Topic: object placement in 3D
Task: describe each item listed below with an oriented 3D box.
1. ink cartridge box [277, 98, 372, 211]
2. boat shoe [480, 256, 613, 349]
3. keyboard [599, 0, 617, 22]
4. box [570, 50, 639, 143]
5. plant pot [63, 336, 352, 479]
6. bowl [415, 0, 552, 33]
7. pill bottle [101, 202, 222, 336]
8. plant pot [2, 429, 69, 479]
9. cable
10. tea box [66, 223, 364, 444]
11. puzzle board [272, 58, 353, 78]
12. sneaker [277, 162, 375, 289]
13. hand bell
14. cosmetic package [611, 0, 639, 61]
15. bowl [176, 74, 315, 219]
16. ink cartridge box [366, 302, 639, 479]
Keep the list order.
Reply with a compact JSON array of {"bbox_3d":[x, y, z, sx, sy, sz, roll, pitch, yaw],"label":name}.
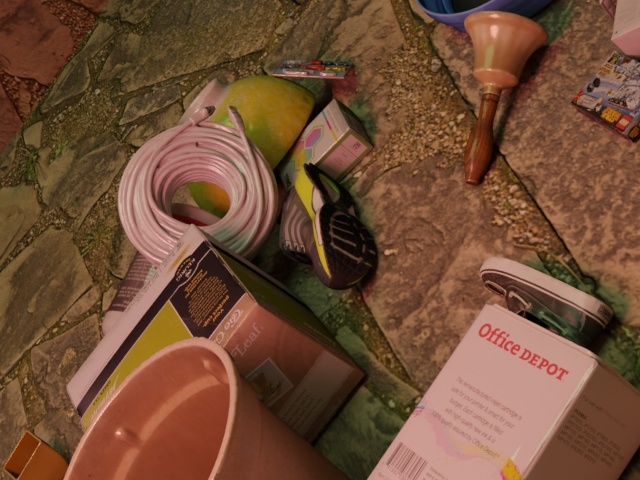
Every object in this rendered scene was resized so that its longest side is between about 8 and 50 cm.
[{"bbox_3d":[-0.015,-0.125,2.241,0.209,0.062,0.109,-45,31,16],"label":"ink cartridge box"},{"bbox_3d":[0.258,0.078,1.636,0.070,0.078,0.219,-56,32,-6],"label":"boat shoe"},{"bbox_3d":[0.476,-0.412,1.838,0.014,0.072,0.256,42,96,28],"label":"keyboard"},{"bbox_3d":[0.398,-0.190,1.761,0.094,0.027,0.137,-50,30,5],"label":"box"},{"bbox_3d":[-0.109,0.337,1.661,0.334,0.305,0.334,-35,36,30],"label":"plant pot"},{"bbox_3d":[0.316,-0.495,2.139,0.391,0.077,0.391,-35,34,29],"label":"bowl"},{"bbox_3d":[-0.254,0.112,2.222,0.176,0.176,0.318,-4,56,53],"label":"pill bottle"},{"bbox_3d":[-0.494,0.395,2.364,0.081,0.083,0.081,15,73,58],"label":"plant pot"},{"bbox_3d":[-0.196,-0.064,2.149,0.257,0.257,0.089,-27,-16,-12],"label":"cable"},{"bbox_3d":[-0.163,0.205,1.957,0.329,0.220,0.323,-52,29,5],"label":"tea box"},{"bbox_3d":[-0.013,-0.303,2.356,0.128,0.011,0.096,3,22,10],"label":"puzzle board"},{"bbox_3d":[0.000,0.000,2.074,0.121,0.111,0.300,-54,23,20],"label":"sneaker"},{"bbox_3d":[0.246,-0.196,1.939,0.126,0.126,0.242,-4,70,53],"label":"hand bell"},{"bbox_3d":[0.493,-0.320,1.727,0.239,0.060,0.099,-20,42,44],"label":"cosmetic package"},{"bbox_3d":[-0.158,-0.192,2.348,0.289,0.156,0.289,-46,16,17],"label":"bowl"},{"bbox_3d":[0.198,0.250,1.493,0.306,0.131,0.226,-54,29,-3],"label":"ink cartridge box"}]
